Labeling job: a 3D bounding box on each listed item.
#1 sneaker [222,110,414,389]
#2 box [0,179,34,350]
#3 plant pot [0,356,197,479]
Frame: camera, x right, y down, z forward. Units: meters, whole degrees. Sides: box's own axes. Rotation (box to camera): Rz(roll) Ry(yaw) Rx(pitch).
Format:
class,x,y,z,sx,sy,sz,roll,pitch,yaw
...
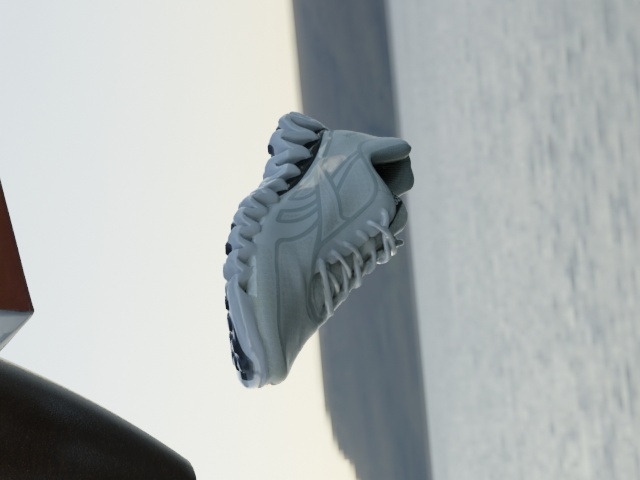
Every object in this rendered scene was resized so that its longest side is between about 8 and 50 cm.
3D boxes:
class,x,y,z,sx,sy,sz,roll,pitch,yaw
sneaker,0.000,0.000,1.217,0.292,0.118,0.110,-71,-16,-49
box,-0.359,-0.020,0.849,0.168,0.345,0.215,-43,54,35
plant pot,-0.220,0.197,1.233,0.215,0.230,0.215,-43,40,50
